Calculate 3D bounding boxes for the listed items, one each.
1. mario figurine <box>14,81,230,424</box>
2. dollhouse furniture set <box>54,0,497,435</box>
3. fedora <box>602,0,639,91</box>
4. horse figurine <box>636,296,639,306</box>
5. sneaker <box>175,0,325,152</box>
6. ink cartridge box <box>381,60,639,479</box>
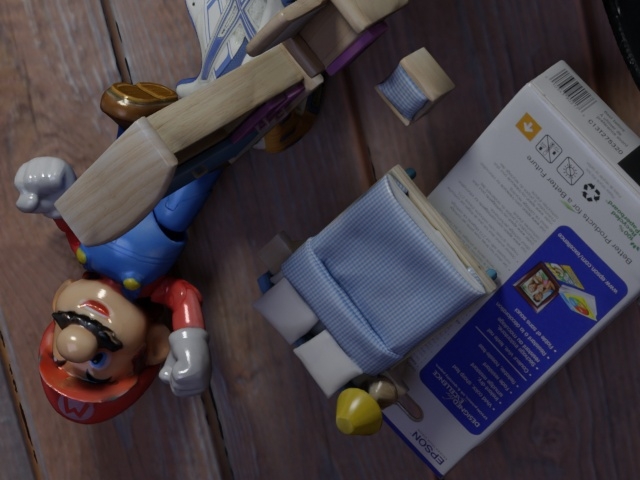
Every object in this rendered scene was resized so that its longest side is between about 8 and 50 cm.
[{"bbox_3d":[-0.183,0.029,1.740,0.198,0.170,0.320,42,120,48],"label":"mario figurine"},{"bbox_3d":[0.000,0.000,1.499,0.303,0.198,0.286,52,135,2],"label":"dollhouse furniture set"},{"bbox_3d":[0.301,-0.238,1.395,0.153,0.334,0.334,-12,106,-8],"label":"fedora"},{"bbox_3d":[0.243,-0.012,1.582,0.263,0.066,0.174,18,123,16],"label":"horse figurine"},{"bbox_3d":[-0.056,-0.223,1.625,0.131,0.112,0.296,23,115,22],"label":"sneaker"},{"bbox_3d":[0.146,0.034,1.579,0.176,0.069,0.371,47,132,8],"label":"ink cartridge box"}]
